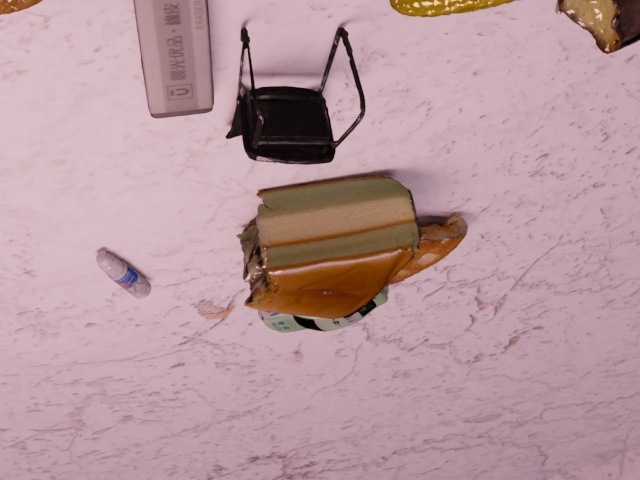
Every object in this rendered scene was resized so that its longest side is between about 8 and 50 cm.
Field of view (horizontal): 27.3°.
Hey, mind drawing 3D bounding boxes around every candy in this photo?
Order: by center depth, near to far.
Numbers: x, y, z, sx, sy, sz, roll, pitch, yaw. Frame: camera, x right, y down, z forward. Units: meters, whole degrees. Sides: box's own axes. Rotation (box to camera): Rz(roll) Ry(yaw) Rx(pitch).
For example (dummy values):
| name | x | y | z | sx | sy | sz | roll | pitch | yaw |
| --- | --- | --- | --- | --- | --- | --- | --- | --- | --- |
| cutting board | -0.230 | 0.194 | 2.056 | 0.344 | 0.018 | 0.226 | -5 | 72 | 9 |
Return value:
| name | x | y | z | sx | sy | sz | roll | pitch | yaw |
| --- | --- | --- | --- | --- | --- | --- | --- | --- | --- |
| candy | 0.173 | -0.314 | 1.553 | 0.199 | 0.094 | 0.106 | -13 | -174 | 19 |

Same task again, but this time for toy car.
| name | x | y | z | sx | sy | sz | roll | pitch | yaw |
| --- | --- | --- | --- | --- | --- | --- | --- | --- | --- |
| toy car | 0.005 | 0.111 | 2.225 | 0.224 | 0.076 | 0.090 | -20 | 150 | 15 |

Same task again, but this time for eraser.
| name | x | y | z | sx | sy | sz | roll | pitch | yaw |
| --- | --- | --- | --- | --- | --- | --- | --- | --- | --- |
| eraser | -0.176 | -0.248 | 1.581 | 0.089 | 0.061 | 0.352 | -8 | 149 | -6 |

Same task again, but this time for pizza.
| name | x | y | z | sx | sy | sz | roll | pitch | yaw |
| --- | --- | --- | --- | --- | --- | --- | --- | --- | --- |
| pizza | 0.130 | 0.013 | 2.124 | 0.161 | 0.062 | 0.182 | 0 | 154 | -30 |

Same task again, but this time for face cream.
| name | x | y | z | sx | sy | sz | roll | pitch | yaw |
| --- | --- | --- | --- | --- | --- | --- | --- | --- | --- |
| face cream | -0.311 | 0.052 | 2.065 | 0.034 | 0.034 | 0.130 | -20 | 147 | 15 |

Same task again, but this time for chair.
| name | x | y | z | sx | sy | sz | roll | pitch | yaw |
| --- | --- | --- | --- | --- | --- | --- | --- | --- | --- |
| chair | -0.044 | -0.155 | 1.699 | 0.140 | 0.145 | 0.221 | -1 | 149 | -15 |

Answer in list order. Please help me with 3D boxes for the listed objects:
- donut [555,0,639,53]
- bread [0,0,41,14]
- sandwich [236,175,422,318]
| name | x | y | z | sx | sy | sz | roll | pitch | yaw |
| --- | --- | --- | --- | --- | --- | --- | --- | --- | --- |
| donut | 0.345 | -0.387 | 1.395 | 0.259 | 0.136 | 0.345 | -41 | 144 | -3 |
| bread | -0.285 | -0.334 | 1.370 | 0.139 | 0.077 | 0.271 | -27 | 171 | -46 |
| sandwich | 0.000 | 0.000 | 1.956 | 0.198 | 0.155 | 0.227 | 11 | 143 | -32 |
